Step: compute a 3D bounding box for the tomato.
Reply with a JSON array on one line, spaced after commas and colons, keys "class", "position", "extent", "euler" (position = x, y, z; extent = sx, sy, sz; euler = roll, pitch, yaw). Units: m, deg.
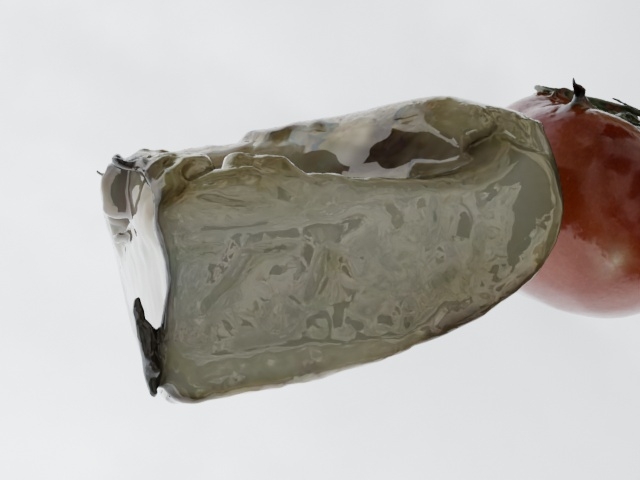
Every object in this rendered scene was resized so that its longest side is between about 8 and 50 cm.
[{"class": "tomato", "position": [0.270, -0.039, 1.528], "extent": [0.255, 0.224, 0.256], "euler": [16, -173, -2]}]

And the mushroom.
[{"class": "mushroom", "position": [0.008, -0.003, 1.391], "extent": [0.397, 0.313, 0.224], "euler": [-12, -88, -11]}]
